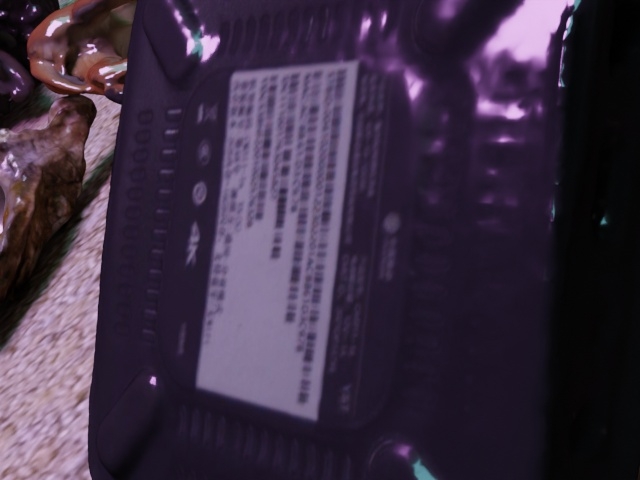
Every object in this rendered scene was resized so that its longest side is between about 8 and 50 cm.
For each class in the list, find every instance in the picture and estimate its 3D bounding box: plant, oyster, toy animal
[{"bbox_3d":[-0.401,-0.227,1.087,0.181,0.194,0.321,-31,31,18],"label":"plant"},{"bbox_3d":[-0.322,0.047,0.789,0.396,0.111,0.204,-35,50,3],"label":"oyster"},{"bbox_3d":[-0.173,-0.181,0.866,0.157,0.097,0.312,-16,18,25],"label":"toy animal"}]

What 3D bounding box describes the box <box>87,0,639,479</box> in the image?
[{"bbox_3d":[0.000,0.000,0.415,0.288,0.073,0.290,6,90,45],"label":"box"}]
